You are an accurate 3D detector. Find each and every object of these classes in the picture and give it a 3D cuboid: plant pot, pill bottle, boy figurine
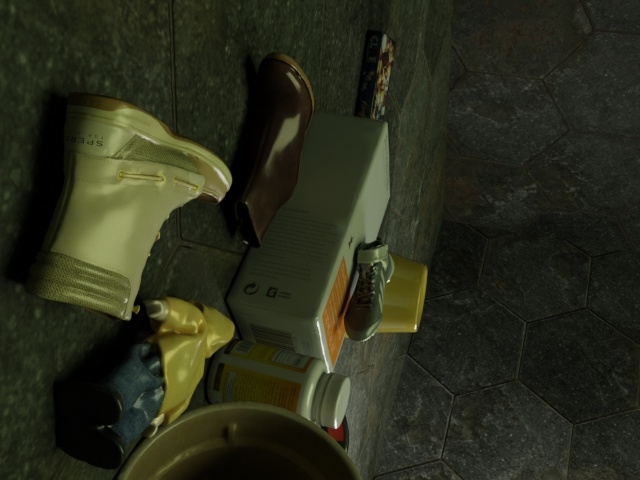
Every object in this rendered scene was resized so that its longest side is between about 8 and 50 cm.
[{"bbox_3d":[-0.123,0.452,0.948,0.334,0.333,0.306,-60,167,-50],"label":"plant pot"},{"bbox_3d":[-0.065,0.237,1.102,0.117,0.214,0.117,11,90,-74],"label":"pill bottle"},{"bbox_3d":[-0.192,0.141,0.824,0.285,0.092,0.177,-49,146,-62],"label":"boy figurine"},{"bbox_3d":[0.129,0.120,1.652,0.254,0.238,0.254,8,90,-76],"label":"plant pot"}]

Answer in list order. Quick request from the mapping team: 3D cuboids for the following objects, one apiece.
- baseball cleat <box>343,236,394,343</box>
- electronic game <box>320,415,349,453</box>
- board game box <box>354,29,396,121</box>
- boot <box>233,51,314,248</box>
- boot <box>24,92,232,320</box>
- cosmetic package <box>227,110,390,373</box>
[{"bbox_3d":[0.078,0.078,1.210,0.206,0.072,0.109,-70,149,-45],"label":"baseball cleat"},{"bbox_3d":[-0.066,0.331,1.138,0.048,0.229,0.229,70,34,-59],"label":"electronic game"},{"bbox_3d":[0.137,-0.391,1.716,0.165,0.042,0.243,-23,123,-72],"label":"board game box"},{"bbox_3d":[-0.078,-0.133,1.040,0.248,0.090,0.207,87,18,-51],"label":"boot"},{"bbox_3d":[-0.189,-0.017,0.715,0.262,0.095,0.204,31,70,-72],"label":"boot"},{"bbox_3d":[0.000,0.000,1.278,0.230,0.161,0.453,79,26,-53],"label":"cosmetic package"}]
